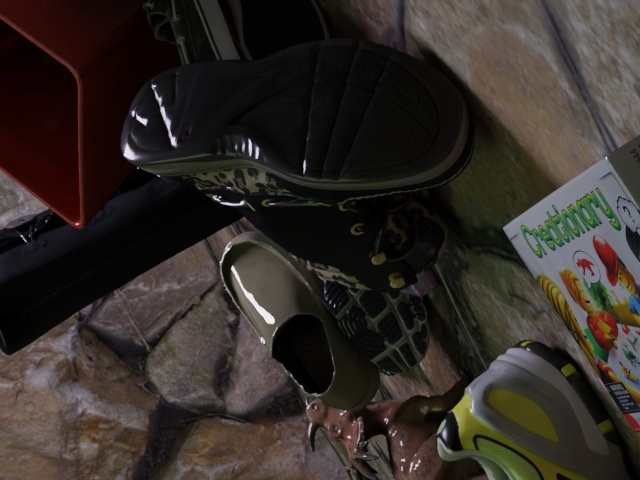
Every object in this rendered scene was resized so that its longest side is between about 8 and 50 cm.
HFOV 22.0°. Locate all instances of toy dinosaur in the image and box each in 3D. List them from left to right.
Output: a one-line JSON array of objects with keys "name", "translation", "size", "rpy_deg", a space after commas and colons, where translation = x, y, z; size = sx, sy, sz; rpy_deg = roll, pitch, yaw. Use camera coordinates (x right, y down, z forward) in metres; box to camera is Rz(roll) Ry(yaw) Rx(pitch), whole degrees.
[{"name": "toy dinosaur", "translation": [0.122, 0.262, 1.971], "size": [0.296, 0.200, 0.127], "rpy_deg": [44, 163, 54]}]

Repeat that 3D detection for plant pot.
[{"name": "plant pot", "translation": [-0.274, -0.226, 1.787], "size": [0.267, 0.236, 0.267], "rpy_deg": [36, 148, 17]}]

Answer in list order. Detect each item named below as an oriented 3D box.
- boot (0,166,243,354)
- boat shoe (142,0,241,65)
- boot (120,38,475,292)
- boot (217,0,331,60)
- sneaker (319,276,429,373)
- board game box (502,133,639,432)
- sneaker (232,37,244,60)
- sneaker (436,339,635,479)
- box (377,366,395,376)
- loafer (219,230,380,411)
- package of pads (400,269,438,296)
[{"name": "boot", "translation": [-0.224, -0.044, 1.991], "size": [0.146, 0.445, 0.367], "rpy_deg": [60, 170, -12]}, {"name": "boat shoe", "translation": [-0.139, -0.231, 1.637], "size": [0.078, 0.070, 0.219], "rpy_deg": [76, 171, -65]}, {"name": "boot", "translation": [0.031, -0.056, 1.532], "size": [0.377, 0.138, 0.284], "rpy_deg": [0, 155, 38]}, {"name": "boot", "translation": [-0.050, -0.206, 1.694], "size": [0.176, 0.088, 0.244], "rpy_deg": [81, 163, -68]}, {"name": "sneaker", "translation": [0.054, 0.038, 2.000], "size": [0.275, 0.107, 0.110], "rpy_deg": [59, -169, 21]}, {"name": "board game box", "translation": [0.228, 0.037, 1.141], "size": [0.193, 0.053, 0.305], "rpy_deg": [57, 171, 4]}, {"name": "sneaker", "translation": [-0.140, -0.296, 1.877], "size": [0.131, 0.112, 0.296], "rpy_deg": [13, 139, 52]}, {"name": "sneaker", "translation": [0.250, 0.287, 1.565], "size": [0.384, 0.147, 0.145], "rpy_deg": [56, 169, 2]}, {"name": "box", "translation": [0.046, 0.095, 2.305], "size": [0.190, 0.045, 0.184], "rpy_deg": [59, 168, -5]}, {"name": "loafer", "translation": [-0.032, 0.092, 1.990], "size": [0.268, 0.102, 0.092], "rpy_deg": [48, -164, 20]}, {"name": "package of pads", "translation": [0.101, 0.035, 1.860], "size": [0.050, 0.032, 0.083], "rpy_deg": [62, 170, -8]}]
